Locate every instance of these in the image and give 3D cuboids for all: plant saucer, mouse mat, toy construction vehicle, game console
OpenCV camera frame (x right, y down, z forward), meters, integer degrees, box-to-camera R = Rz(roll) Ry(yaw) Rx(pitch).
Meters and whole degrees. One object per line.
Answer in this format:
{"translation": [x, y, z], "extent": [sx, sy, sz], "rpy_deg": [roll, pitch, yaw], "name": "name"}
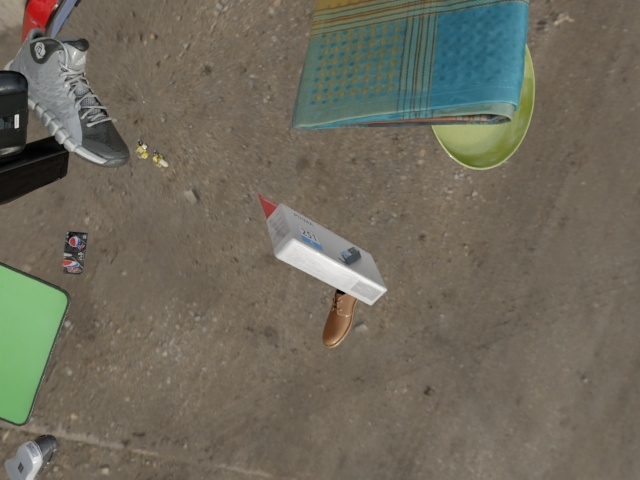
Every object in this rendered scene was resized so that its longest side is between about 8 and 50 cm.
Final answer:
{"translation": [0.233, -0.228, 0.925], "extent": [0.240, 0.037, 0.241], "rpy_deg": [-4, 98, -34], "name": "plant saucer"}
{"translation": [-0.389, 0.115, 0.721], "extent": [0.152, 0.007, 0.190], "rpy_deg": [24, 101, -2], "name": "mouse mat"}
{"translation": [-0.430, -0.213, 1.557], "extent": [0.035, 0.098, 0.086], "rpy_deg": [-49, 129, 2], "name": "toy construction vehicle"}
{"translation": [-0.484, -0.144, 0.928], "extent": [0.213, 0.361, 0.044], "rpy_deg": [-28, 82, -33], "name": "game console"}
{"translation": [-0.521, -0.563, 1.314], "extent": [0.060, 0.386, 0.342], "rpy_deg": [36, 75, -24], "name": "game console"}

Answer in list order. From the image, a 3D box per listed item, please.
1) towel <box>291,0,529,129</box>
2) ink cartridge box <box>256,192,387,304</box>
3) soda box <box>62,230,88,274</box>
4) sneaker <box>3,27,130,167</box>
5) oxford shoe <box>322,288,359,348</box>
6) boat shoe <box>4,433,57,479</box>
{"translation": [0.116, -0.306, 0.743], "extent": [0.040, 0.271, 0.371], "rpy_deg": [34, 62, -60], "name": "towel"}
{"translation": [0.000, 0.000, 1.453], "extent": [0.296, 0.261, 0.066], "rpy_deg": [29, 114, -33], "name": "ink cartridge box"}
{"translation": [-0.651, 0.036, 1.628], "extent": [0.053, 0.169, 0.060], "rpy_deg": [7, 64, -20], "name": "soda box"}
{"translation": [-0.352, -0.218, 0.891], "extent": [0.228, 0.086, 0.132], "rpy_deg": [41, 118, -1], "name": "sneaker"}
{"translation": [0.049, 0.173, 1.583], "extent": [0.076, 0.076, 0.212], "rpy_deg": [40, 68, -49], "name": "oxford shoe"}
{"translation": [-0.638, 0.487, 1.365], "extent": [0.080, 0.228, 0.076], "rpy_deg": [51, 42, 13], "name": "boat shoe"}
